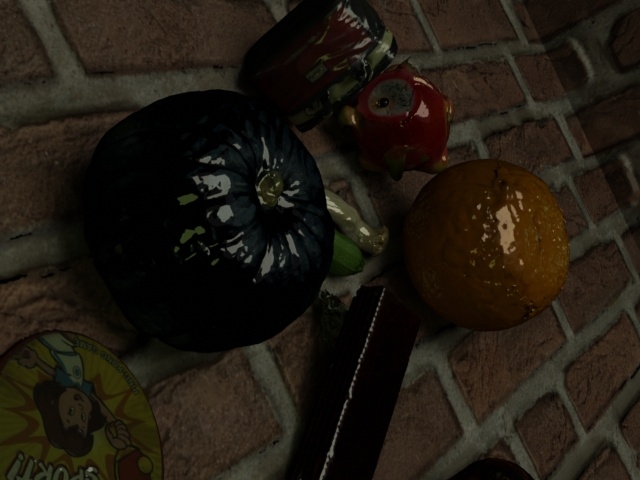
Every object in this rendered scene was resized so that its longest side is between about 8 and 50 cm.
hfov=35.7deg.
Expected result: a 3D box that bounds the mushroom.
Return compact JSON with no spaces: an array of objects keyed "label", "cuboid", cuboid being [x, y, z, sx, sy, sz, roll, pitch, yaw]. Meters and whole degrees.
[{"label":"mushroom","cuboid":[0.050,-0.040,1.828,0.202,0.054,0.059,37,43,-27]}]

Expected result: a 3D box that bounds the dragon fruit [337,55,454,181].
[{"label":"dragon fruit","cuboid":[0.155,-0.230,1.952,0.227,0.224,0.224,70,14,-58]}]

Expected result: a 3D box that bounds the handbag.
[{"label":"handbag","cuboid":[0.006,-0.320,1.768,0.181,0.254,0.181,41,21,-27]}]

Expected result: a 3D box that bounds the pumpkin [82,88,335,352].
[{"label":"pumpkin","cuboid":[-0.148,-0.025,1.353,0.363,0.266,0.364,29,51,-44]}]

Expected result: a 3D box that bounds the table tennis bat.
[{"label":"table tennis bat","cuboid":[-0.288,0.296,1.146,0.268,0.051,0.415,27,45,-42]}]

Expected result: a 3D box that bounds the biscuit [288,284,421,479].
[{"label":"biscuit","cuboid":[0.057,0.248,1.544,0.107,0.073,0.388,42,53,-30]}]

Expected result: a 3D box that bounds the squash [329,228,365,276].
[{"label":"squash","cuboid":[0.000,0.000,1.714,0.219,0.068,0.077,36,37,-36]}]

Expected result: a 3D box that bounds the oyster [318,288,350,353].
[{"label":"oyster","cuboid":[0.047,0.165,1.682,0.125,0.064,0.177,19,43,-64]}]

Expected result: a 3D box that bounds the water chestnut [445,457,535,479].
[{"label":"water chestnut","cuboid":[0.283,0.466,1.649,0.238,0.223,0.224,92,6,-47]}]

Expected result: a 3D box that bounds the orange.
[{"label":"orange","cuboid":[0.310,0.010,1.931,0.340,0.293,0.341,11,75,-45]}]
